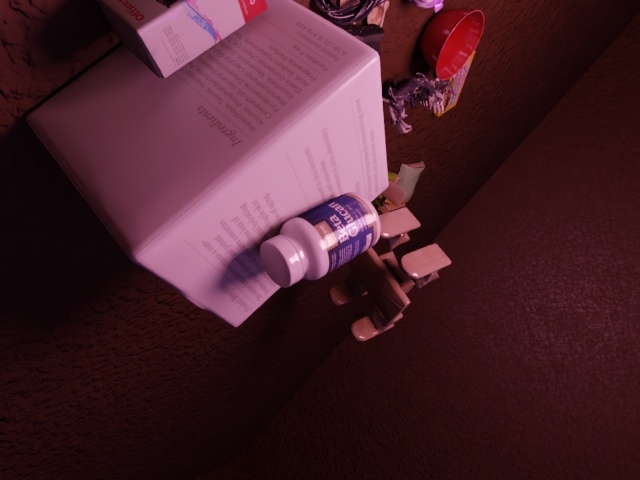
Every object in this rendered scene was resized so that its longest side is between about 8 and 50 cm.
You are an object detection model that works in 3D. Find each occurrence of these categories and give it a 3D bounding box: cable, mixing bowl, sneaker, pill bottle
[{"bbox_3d":[0.071,-0.490,0.798,0.184,0.047,0.151,-30,151,-3],"label":"cable"},{"bbox_3d":[0.332,-0.531,1.135,0.181,0.098,0.181,-37,154,-22],"label":"mixing bowl"},{"bbox_3d":[0.083,-0.424,0.942,0.170,0.051,0.089,-24,161,-39],"label":"sneaker"},{"bbox_3d":[0.000,0.000,0.625,0.169,0.094,0.094,-29,151,-33],"label":"pill bottle"}]

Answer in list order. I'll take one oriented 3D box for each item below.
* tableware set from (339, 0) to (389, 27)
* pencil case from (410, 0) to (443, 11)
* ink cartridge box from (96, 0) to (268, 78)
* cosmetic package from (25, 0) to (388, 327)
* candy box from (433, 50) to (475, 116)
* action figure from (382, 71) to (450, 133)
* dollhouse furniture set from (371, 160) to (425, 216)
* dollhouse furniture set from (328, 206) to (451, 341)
[{"bbox_3d":[0.104,-0.513,0.889,0.168,0.020,0.141,-26,149,-39],"label":"tableware set"},{"bbox_3d":[0.224,-0.587,0.888,0.086,0.088,0.206,-43,157,-4],"label":"pencil case"},{"bbox_3d":[-0.179,-0.310,0.556,0.175,0.127,0.072,-41,155,-13],"label":"ink cartridge box"},{"bbox_3d":[-0.141,-0.136,0.702,0.393,0.327,0.329,-42,155,-10],"label":"cosmetic package"},{"bbox_3d":[0.439,-0.517,1.420,0.105,0.027,0.206,-38,155,-25],"label":"candy box"},{"bbox_3d":[0.260,-0.384,1.180,0.164,0.141,0.275,-16,-169,47],"label":"action figure"},{"bbox_3d":[0.321,-0.165,1.619,0.301,0.151,0.198,-19,144,-46],"label":"dollhouse furniture set"},{"bbox_3d":[0.084,0.058,1.223,0.256,0.394,0.362,-18,152,-32],"label":"dollhouse furniture set"}]
